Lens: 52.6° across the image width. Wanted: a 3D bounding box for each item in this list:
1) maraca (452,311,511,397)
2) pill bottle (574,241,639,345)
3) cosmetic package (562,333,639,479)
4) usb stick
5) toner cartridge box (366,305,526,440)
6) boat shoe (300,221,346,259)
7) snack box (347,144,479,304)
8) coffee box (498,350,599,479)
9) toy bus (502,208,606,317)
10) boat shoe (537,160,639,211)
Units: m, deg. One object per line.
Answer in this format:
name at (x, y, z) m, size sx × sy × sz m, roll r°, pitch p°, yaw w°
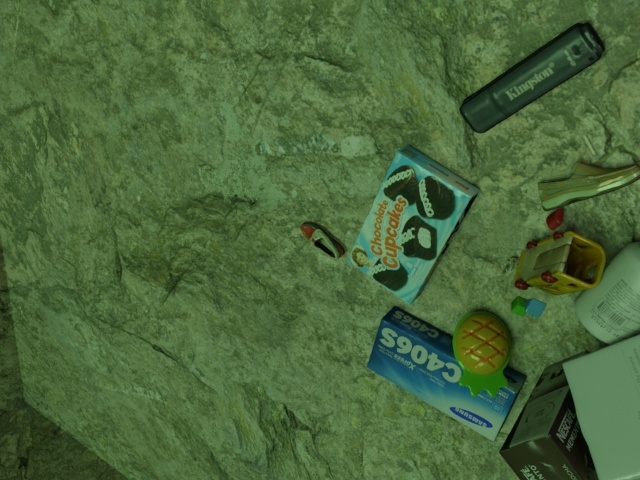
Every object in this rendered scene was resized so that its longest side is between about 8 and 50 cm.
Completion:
maraca at (0.353, 0.247, 1.417) m, size 0.127 × 0.099 × 0.185 m, roll 0°, pitch 75°, yaw 5°
pill bottle at (0.581, 0.077, 1.172) m, size 0.131 × 0.131 × 0.229 m, roll 39°, pitch 130°, yaw 14°
cosmetic package at (0.673, 0.248, 1.082) m, size 0.453 × 0.162 × 0.229 m, roll -33°, pitch 51°, yaw 36°
usb stick at (0.379, -0.292, 1.192) m, size 0.278 × 0.045 × 0.077 m, roll -32°, pitch 91°, yaw 41°
toner cartridge box at (0.289, 0.311, 1.539) m, size 0.348 × 0.075 × 0.165 m, roll 27°, pitch 126°, yaw 23°
boat shoe at (0.000, 0.000, 1.615) m, size 0.137 × 0.043 × 0.049 m, roll 36°, pitch 131°, yaw 18°
snack box at (0.197, -0.029, 1.446) m, size 0.187 × 0.060 × 0.321 m, roll 35°, pitch 128°, yaw 17°
coffee box at (0.492, 0.375, 1.275) m, size 0.168 × 0.297 × 0.119 m, roll 53°, pitch 131°, yaw 3°
toy bus at (0.458, 0.057, 1.257) m, size 0.105 × 0.202 × 0.190 m, roll 24°, pitch 120°, yaw -7°
boat shoe at (0.487, -0.113, 1.194) m, size 0.190 × 0.068 × 0.072 m, roll -20°, pitch 88°, yaw 41°
